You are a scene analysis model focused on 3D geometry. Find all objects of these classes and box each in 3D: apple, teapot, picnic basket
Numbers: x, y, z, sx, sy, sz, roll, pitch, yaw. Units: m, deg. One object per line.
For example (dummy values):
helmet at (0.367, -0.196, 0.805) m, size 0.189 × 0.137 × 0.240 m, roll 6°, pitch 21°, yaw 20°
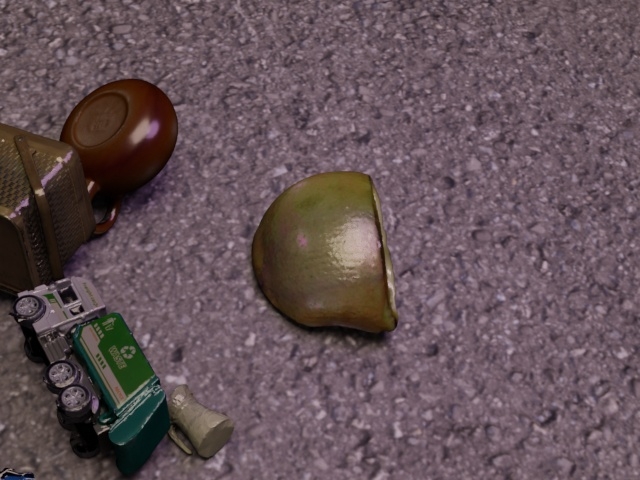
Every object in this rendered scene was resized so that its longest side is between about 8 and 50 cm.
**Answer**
apple at (0.000, 0.000, 1.486) m, size 0.193 × 0.120 × 0.265 m, roll -5°, pitch 49°, yaw 0°
teapot at (-0.154, 0.219, 1.323) m, size 0.083 × 0.057 × 0.067 m, roll 39°, pitch 91°, yaw 26°
picnic basket at (-0.430, -0.051, 1.391) m, size 0.267 × 0.165 × 0.139 m, roll 18°, pitch 48°, yaw 18°
teapot at (-0.277, -0.116, 1.530) m, size 0.178 × 0.135 × 0.252 m, roll 1°, pitch 63°, yaw 35°

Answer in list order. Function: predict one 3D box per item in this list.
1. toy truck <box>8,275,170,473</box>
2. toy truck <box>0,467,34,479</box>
toy truck at (-0.273, 0.158, 1.304) m, size 0.124 × 0.114 × 0.253 m, roll -23°, pitch 56°, yaw -19°
toy truck at (-0.400, 0.319, 1.156) m, size 0.208 × 0.113 × 0.126 m, roll -10°, pitch 54°, yaw -16°
